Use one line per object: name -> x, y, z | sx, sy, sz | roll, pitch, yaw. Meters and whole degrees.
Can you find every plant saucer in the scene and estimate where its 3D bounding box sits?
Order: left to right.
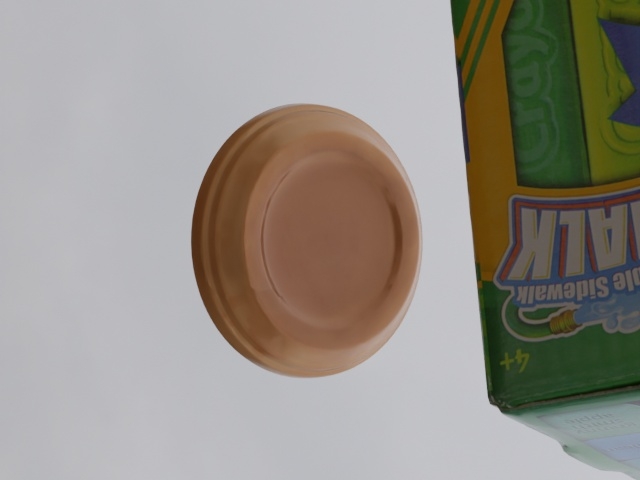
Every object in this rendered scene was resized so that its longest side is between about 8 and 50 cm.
plant saucer -> 0.000, 0.000, 1.235 | 0.037, 0.200, 0.200 | -2, -93, 53

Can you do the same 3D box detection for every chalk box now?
chalk box -> 0.168, -0.009, 0.643 | 0.180, 0.179, 0.289 | -15, -113, 26
